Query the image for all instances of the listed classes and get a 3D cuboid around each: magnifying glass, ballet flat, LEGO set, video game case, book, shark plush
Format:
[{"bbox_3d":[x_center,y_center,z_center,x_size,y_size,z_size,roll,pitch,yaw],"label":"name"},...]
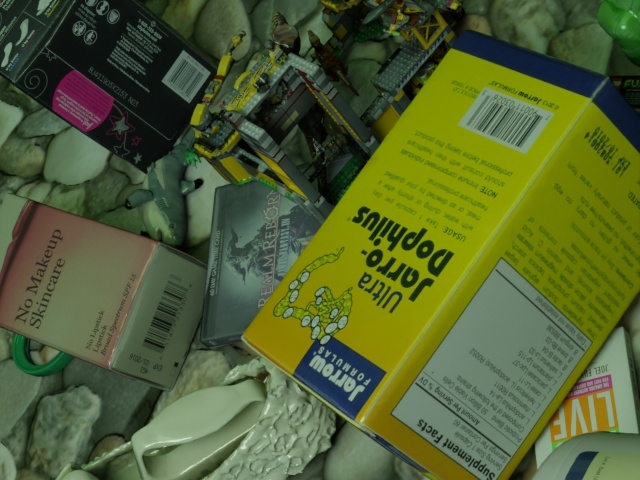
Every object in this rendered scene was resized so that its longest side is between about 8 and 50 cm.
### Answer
[{"bbox_3d":[-0.271,0.081,1.725,0.231,0.026,0.092,-35,51,19],"label":"magnifying glass"},{"bbox_3d":[-0.177,0.234,1.448,0.409,0.147,0.147,-34,50,1],"label":"ballet flat"},{"bbox_3d":[-0.014,-0.190,1.538,0.331,0.192,0.255,-44,45,-2],"label":"LEGO set"},{"bbox_3d":[0.000,0.000,1.552,0.274,0.026,0.196,-13,56,26],"label":"video game case"},{"bbox_3d":[0.238,0.156,1.312,0.096,0.035,0.144,-20,53,25],"label":"book"},{"bbox_3d":[-0.168,-0.061,1.725,0.067,0.073,0.161,7,49,18],"label":"shark plush"}]

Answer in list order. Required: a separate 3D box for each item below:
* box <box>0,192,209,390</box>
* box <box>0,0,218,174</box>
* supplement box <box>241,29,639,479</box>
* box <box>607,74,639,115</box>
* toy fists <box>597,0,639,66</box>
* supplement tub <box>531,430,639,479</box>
[{"bbox_3d":[-0.257,0.055,1.631,0.232,0.127,0.148,16,83,32],"label":"box"},{"bbox_3d":[-0.266,-0.216,1.725,0.142,0.247,0.163,33,87,41],"label":"box"},{"bbox_3d":[0.137,0.023,1.317,0.356,0.194,0.195,-54,39,-5],"label":"supplement box"},{"bbox_3d":[0.363,-0.105,1.302,0.207,0.114,0.036,4,69,37],"label":"box"},{"bbox_3d":[0.349,-0.278,1.303,0.096,0.142,0.279,37,91,42],"label":"toy fists"},{"bbox_3d":[0.323,0.261,1.057,0.325,0.235,0.235,-1,66,35],"label":"supplement tub"}]
